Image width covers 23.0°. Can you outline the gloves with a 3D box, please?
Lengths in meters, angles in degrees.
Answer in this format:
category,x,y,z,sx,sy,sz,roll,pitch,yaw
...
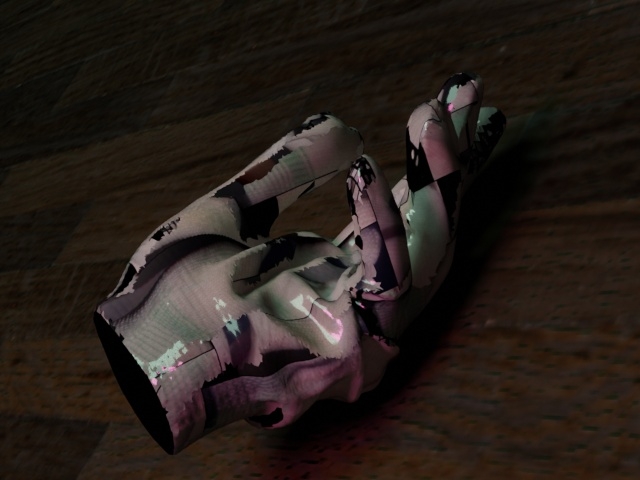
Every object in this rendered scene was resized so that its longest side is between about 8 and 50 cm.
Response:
category,x,y,z,sx,sy,sz,roll,pitch,yaw
gloves,0.004,0.008,0.717,0.212,0.111,0.127,-26,13,-19
